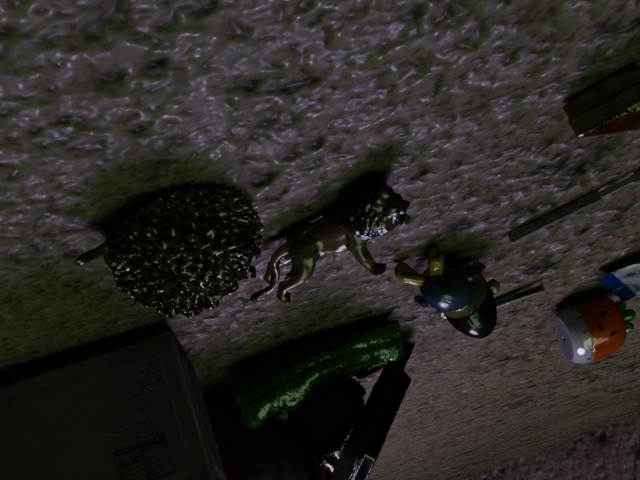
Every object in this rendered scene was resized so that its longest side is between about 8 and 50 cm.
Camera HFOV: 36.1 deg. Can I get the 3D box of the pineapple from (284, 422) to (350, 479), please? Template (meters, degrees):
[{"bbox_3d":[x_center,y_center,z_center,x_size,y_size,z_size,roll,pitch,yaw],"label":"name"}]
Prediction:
[{"bbox_3d":[-0.041,0.404,1.707,0.262,0.263,0.271,-29,175,24],"label":"pineapple"}]

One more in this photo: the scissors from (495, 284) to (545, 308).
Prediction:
[{"bbox_3d":[0.268,0.088,1.429,0.119,0.014,0.058,-20,161,13],"label":"scissors"}]

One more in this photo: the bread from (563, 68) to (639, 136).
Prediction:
[{"bbox_3d":[0.287,-0.131,0.914,0.108,0.043,0.062,-10,157,-17],"label":"bread"}]

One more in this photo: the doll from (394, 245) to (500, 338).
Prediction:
[{"bbox_3d":[0.165,0.062,1.218,0.102,0.089,0.179,-28,132,21],"label":"doll"}]

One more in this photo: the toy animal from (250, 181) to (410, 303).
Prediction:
[{"bbox_3d":[0.009,0.010,1.001,0.219,0.069,0.086,-37,130,26],"label":"toy animal"}]

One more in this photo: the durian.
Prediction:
[{"bbox_3d":[-0.129,0.024,0.891,0.188,0.091,0.148,0,151,-33],"label":"durian"}]

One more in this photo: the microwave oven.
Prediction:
[{"bbox_3d":[-0.269,0.267,1.143,0.295,0.238,0.181,-18,157,-4],"label":"microwave oven"}]

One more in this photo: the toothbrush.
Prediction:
[{"bbox_3d":[0.312,-0.043,1.167,0.194,0.014,0.017,-27,156,19],"label":"toothbrush"}]

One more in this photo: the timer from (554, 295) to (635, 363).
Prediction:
[{"bbox_3d":[0.442,0.139,1.562,0.136,0.099,0.136,-13,169,-3],"label":"timer"}]

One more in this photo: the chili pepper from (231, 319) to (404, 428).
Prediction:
[{"bbox_3d":[-0.005,0.176,1.343,0.253,0.083,0.099,-22,159,-3],"label":"chili pepper"}]

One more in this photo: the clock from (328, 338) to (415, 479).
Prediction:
[{"bbox_3d":[0.058,0.309,1.425,0.279,0.049,0.273,-54,166,-55],"label":"clock"}]

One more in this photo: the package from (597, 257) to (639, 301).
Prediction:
[{"bbox_3d":[0.515,0.038,1.484,0.173,0.027,0.171,-31,154,20],"label":"package"}]

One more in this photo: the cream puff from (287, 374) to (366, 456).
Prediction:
[{"bbox_3d":[0.004,0.255,1.479,0.126,0.103,0.144,-53,165,-17],"label":"cream puff"}]

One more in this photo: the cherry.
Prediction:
[{"bbox_3d":[-0.128,0.356,1.434,0.261,0.221,0.307,15,159,22],"label":"cherry"}]
